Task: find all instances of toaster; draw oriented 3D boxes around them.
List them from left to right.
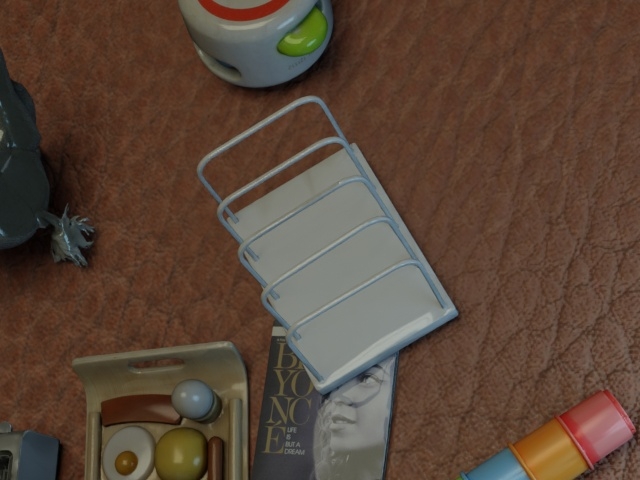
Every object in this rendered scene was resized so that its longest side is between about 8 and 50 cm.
[{"bbox_3d":[-0.422,0.322,1.899,0.168,0.110,0.186,-4,68,18],"label":"toaster"}]

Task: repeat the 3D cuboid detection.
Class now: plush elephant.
[{"bbox_3d":[-0.479,-0.075,2.012,0.255,0.330,0.272,-1,53,42],"label":"plush elephant"}]

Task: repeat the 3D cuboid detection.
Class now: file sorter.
[{"bbox_3d":[0.000,0.000,1.835,0.193,0.173,0.278,-31,60,3],"label":"file sorter"}]

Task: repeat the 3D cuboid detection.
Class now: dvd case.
[{"bbox_3d":[0.007,0.204,1.850,0.164,0.018,0.221,1,69,19],"label":"dvd case"}]

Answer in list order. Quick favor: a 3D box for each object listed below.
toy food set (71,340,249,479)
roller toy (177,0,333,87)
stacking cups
[{"bbox_3d":[-0.202,0.281,1.850,0.219,0.092,0.306,-8,67,16],"label":"toy food set"},{"bbox_3d":[-0.083,-0.306,2.012,0.191,0.146,0.209,-6,62,7],"label":"roller toy"},{"bbox_3d":[0.204,0.276,1.709,0.316,0.096,0.096,-35,62,3],"label":"stacking cups"}]
